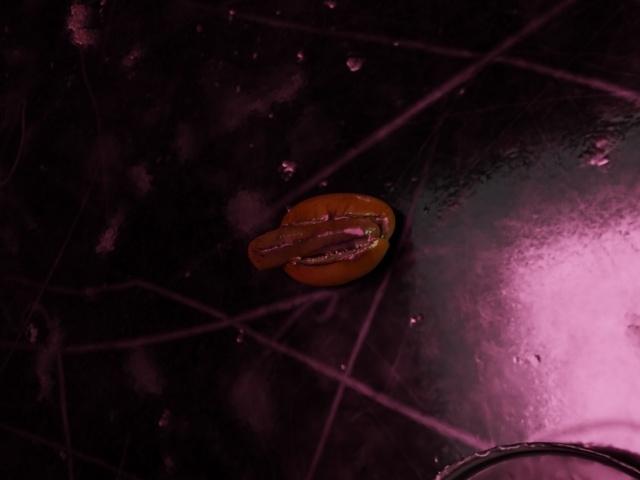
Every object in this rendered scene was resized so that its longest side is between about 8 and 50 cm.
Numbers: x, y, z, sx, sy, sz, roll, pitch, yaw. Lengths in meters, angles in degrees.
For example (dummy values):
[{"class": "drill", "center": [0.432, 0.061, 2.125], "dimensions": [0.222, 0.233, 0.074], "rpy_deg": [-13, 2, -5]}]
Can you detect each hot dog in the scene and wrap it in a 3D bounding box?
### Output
[{"class": "hot dog", "center": [0.000, -0.002, 0.812], "dimensions": [0.140, 0.060, 0.089], "rpy_deg": [-3, 73, 34]}]

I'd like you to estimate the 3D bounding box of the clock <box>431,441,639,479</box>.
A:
[{"class": "clock", "center": [0.178, 0.289, 0.643], "dimensions": [0.281, 0.055, 0.280], "rpy_deg": [-8, 75, 29]}]
